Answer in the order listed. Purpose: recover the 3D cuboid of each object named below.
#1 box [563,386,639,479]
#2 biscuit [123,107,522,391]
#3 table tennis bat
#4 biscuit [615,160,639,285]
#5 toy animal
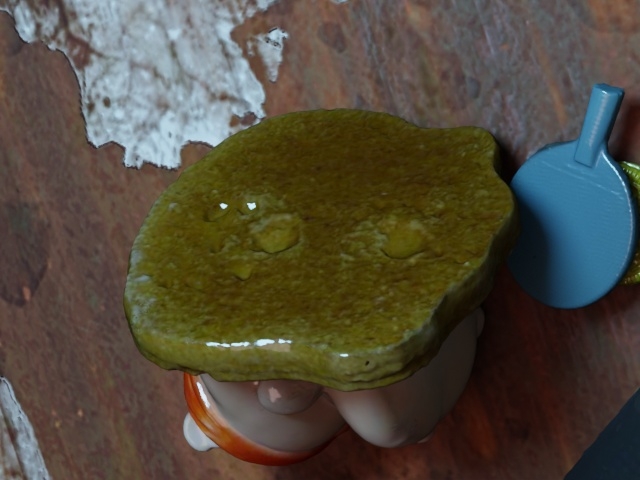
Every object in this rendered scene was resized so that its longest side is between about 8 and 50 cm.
[{"bbox_3d":[0.322,0.113,1.136,0.211,0.058,0.350,42,118,16],"label":"box"},{"bbox_3d":[0.000,0.001,1.192,0.257,0.273,0.049,4,129,24],"label":"biscuit"},{"bbox_3d":[0.168,-0.028,1.194,0.100,0.019,0.155,25,112,32],"label":"table tennis bat"},{"bbox_3d":[0.197,-0.011,1.204,0.084,0.023,0.084,6,102,30],"label":"biscuit"},{"bbox_3d":[-0.001,0.076,1.260,0.198,0.171,0.171,-5,97,32],"label":"toy animal"}]
